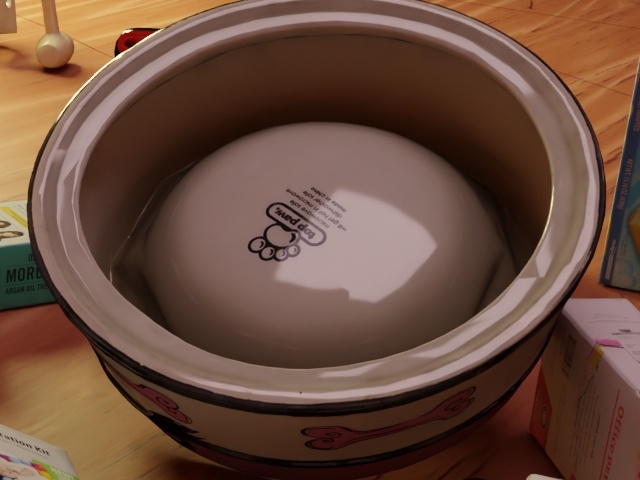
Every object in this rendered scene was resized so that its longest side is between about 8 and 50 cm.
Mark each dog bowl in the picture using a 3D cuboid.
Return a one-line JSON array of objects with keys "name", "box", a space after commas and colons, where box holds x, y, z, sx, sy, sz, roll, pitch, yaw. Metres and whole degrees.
[{"name": "dog bowl", "box": [0.000, 0.000, 1.204, 0.408, 0.150, 0.408, -2, 49, 2]}]

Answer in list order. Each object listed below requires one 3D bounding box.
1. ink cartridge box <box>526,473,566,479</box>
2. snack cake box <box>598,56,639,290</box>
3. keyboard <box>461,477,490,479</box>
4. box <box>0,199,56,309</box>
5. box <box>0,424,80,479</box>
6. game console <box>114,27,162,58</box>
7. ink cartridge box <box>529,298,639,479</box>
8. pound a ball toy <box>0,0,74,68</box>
[{"name": "ink cartridge box", "box": [0.090, 0.261, 0.686, 0.069, 0.176, 0.371, 11, 21, 9]}, {"name": "snack cake box", "box": [0.367, -0.078, 1.565, 0.152, 0.264, 0.089, 11, 21, 12]}, {"name": "keyboard", "box": [0.116, 0.207, 1.069, 0.108, 0.023, 0.180, 9, 20, 23]}, {"name": "box", "box": [-0.275, 0.013, 1.404, 0.244, 0.060, 0.100, -8, 25, -34]}, {"name": "box", "box": [-0.200, 0.160, 0.982, 0.145, 0.038, 0.186, 27, 8, -29]}, {"name": "game console", "box": [0.003, -0.101, 1.529, 0.342, 0.060, 0.386, 10, -15, 6]}, {"name": "ink cartridge box", "box": [0.221, 0.132, 1.169, 0.067, 0.115, 0.198, 2, 22, -15]}, {"name": "pound a ball toy", "box": [-0.429, -0.380, 2.119, 0.208, 0.319, 0.136, -3, 8, 6]}]
